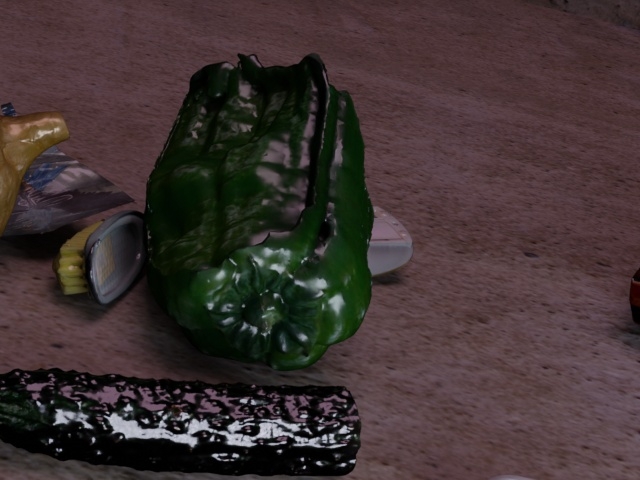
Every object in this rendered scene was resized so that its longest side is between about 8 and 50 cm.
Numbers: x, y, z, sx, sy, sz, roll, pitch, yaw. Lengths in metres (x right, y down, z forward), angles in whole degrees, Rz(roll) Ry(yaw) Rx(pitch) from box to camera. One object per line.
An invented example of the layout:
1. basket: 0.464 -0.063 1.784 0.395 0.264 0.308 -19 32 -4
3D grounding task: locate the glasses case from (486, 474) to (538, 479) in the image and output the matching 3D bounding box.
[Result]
1. glasses case: 0.194 0.222 1.101 0.193 0.074 0.049 18 20 7

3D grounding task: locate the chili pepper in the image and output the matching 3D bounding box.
1. chili pepper: -0.049 -0.031 1.412 0.213 0.167 0.385 -21 36 11

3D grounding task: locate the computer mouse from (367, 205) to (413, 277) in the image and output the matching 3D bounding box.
1. computer mouse: 0.000 0.002 1.579 0.199 0.045 0.102 -3 33 -33

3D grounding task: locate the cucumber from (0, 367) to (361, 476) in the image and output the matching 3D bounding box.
1. cucumber: -0.110 0.130 1.123 0.300 0.072 0.072 6 22 -21

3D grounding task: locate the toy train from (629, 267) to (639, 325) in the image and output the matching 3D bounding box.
1. toy train: 0.425 0.033 1.762 0.086 0.089 0.409 11 18 21

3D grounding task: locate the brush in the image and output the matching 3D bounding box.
1. brush: -0.185 -0.001 1.448 0.060 0.068 0.297 -3 12 13

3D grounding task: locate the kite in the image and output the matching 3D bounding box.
1. kite: -0.315 -0.068 1.519 0.169 0.015 0.310 -19 30 -25

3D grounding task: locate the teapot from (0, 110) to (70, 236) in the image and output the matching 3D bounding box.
1. teapot: -0.369 -0.082 1.330 0.311 0.167 0.203 0 26 -21
